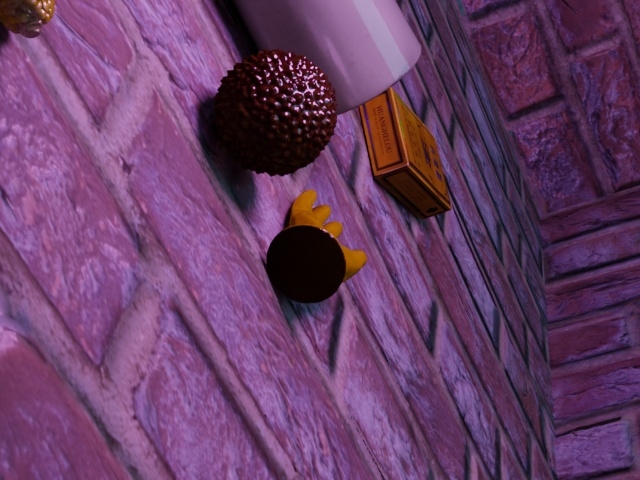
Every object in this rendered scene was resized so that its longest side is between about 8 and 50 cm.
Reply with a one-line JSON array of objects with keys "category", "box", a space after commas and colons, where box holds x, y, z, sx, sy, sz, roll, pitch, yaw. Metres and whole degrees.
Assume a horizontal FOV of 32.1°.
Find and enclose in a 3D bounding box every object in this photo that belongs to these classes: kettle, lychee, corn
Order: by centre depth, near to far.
[{"category": "corn", "box": [-0.323, -0.307, 1.142, 0.067, 0.067, 0.206, -7, 80, -71]}, {"category": "lychee", "box": [-0.068, -0.184, 1.582, 0.188, 0.188, 0.188, -18, 90, -71]}, {"category": "kettle", "box": [-0.009, -0.447, 1.840, 0.376, 0.250, 0.361, 59, 37, -27]}]

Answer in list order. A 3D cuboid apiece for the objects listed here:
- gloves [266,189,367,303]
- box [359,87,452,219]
[{"category": "gloves", "box": [0.000, -0.001, 1.738, 0.294, 0.116, 0.133, -58, 135, -74]}, {"category": "box", "box": [0.188, -0.184, 2.425, 0.301, 0.084, 0.193, 35, 41, -61]}]
